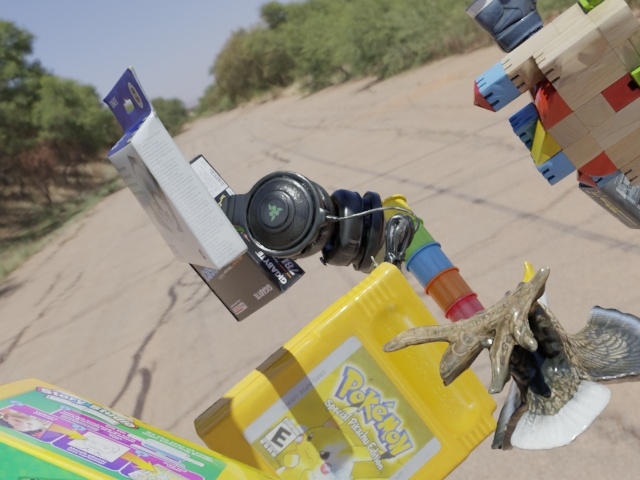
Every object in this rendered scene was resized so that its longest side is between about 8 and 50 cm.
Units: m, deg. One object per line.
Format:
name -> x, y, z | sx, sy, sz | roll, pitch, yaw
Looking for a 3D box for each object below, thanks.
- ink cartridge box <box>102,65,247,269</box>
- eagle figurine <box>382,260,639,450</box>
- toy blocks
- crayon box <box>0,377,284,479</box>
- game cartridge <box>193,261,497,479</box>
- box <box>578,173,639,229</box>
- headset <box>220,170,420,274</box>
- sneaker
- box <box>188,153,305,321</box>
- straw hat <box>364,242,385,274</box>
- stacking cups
ink cartridge box -> -0.186, -0.072, 0.891 | 0.045, 0.224, 0.223 | -35, 13, -17
eagle figurine -> 0.255, 0.130, 0.865 | 0.226, 0.298, 0.225 | 15, 74, 44
toy blocks -> 0.423, -0.205, 1.243 | 0.261, 0.381, 0.191 | -36, 30, 24
crayon box -> -0.137, 0.193, 0.569 | 0.165, 0.278, 0.081 | 45, -114, -85
game cartridge -> 0.048, 0.235, 1.019 | 0.323, 0.285, 0.052 | -39, 17, -6
box -> 0.618, -0.163, 1.545 | 0.059, 0.183, 0.233 | 8, 72, 57
headset -> 0.000, 0.000, 1.212 | 0.243, 0.185, 0.394 | 11, -6, -36
sneaker -> 0.417, -0.458, 1.509 | 0.226, 0.163, 0.086 | -40, 1, 14
box -> -0.193, 0.007, 1.533 | 0.073, 0.293, 0.295 | -40, 2, -26
straw hat -> 0.109, 0.006, 1.873 | 0.144, 0.145, 0.061 | -16, -20, 35
stacking cups -> 0.210, 0.050, 1.489 | 0.096, 0.316, 0.096 | -25, -32, -17
